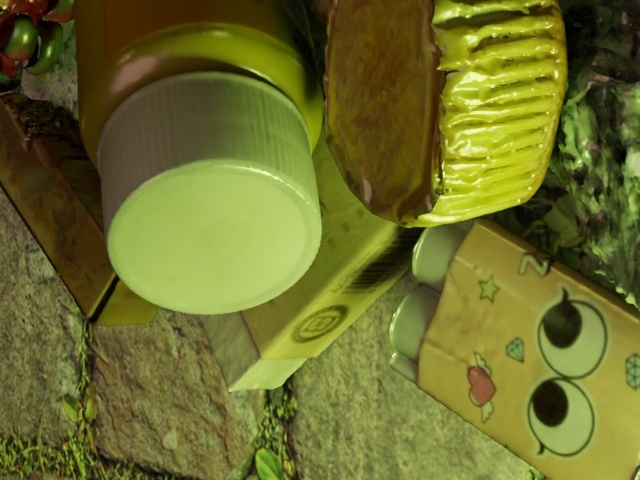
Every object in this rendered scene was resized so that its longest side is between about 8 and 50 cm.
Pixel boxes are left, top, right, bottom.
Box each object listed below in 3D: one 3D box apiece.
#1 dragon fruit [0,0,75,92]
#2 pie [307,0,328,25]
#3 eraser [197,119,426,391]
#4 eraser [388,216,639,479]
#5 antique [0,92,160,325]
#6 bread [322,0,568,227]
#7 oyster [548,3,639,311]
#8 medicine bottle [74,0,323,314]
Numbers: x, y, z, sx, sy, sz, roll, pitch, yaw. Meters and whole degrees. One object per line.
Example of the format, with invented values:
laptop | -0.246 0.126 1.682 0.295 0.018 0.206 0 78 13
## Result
dragon fruit | -0.343 -0.309 2.065 0.198 0.218 0.272 -178 80 -83
pie | 0.063 -0.267 1.707 0.205 0.084 0.179 40 119 39
eraser | 0.000 0.000 1.788 0.343 0.078 0.144 -47 58 37
eraser | 0.192 0.100 1.583 0.290 0.087 0.171 34 114 40
antique | -0.274 -0.043 2.067 0.310 0.087 0.093 52 124 32
bread | 0.100 -0.145 1.548 0.227 0.142 0.253 -125 36 -49
oyster | 0.257 -0.064 1.487 0.267 0.112 0.198 52 128 39
medicine bottle | -0.111 -0.133 1.708 0.224 0.224 0.384 -52 31 34
